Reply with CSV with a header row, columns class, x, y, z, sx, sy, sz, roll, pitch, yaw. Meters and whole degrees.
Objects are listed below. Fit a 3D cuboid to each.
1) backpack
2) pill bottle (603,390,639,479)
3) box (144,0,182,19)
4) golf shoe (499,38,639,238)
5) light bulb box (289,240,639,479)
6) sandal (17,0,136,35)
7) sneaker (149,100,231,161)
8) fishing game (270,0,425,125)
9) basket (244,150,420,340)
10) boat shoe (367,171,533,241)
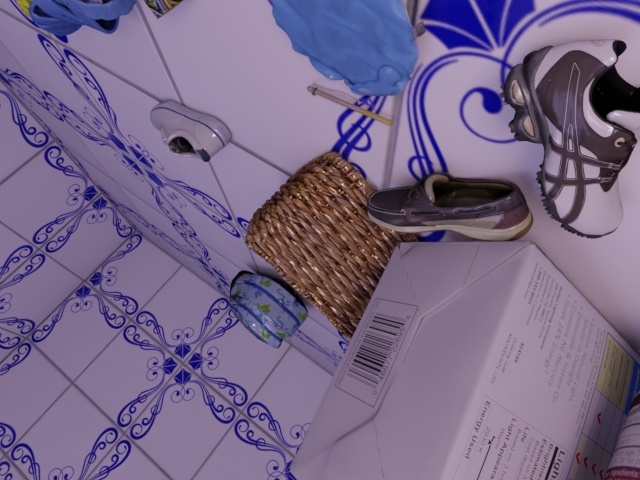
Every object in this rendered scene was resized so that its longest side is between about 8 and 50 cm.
class,x,y,z,sx,sy,sz,roll,pitch,yaw
backpack,-0.194,0.255,1.557,0.355,0.273,0.290,-14,119,50
pill bottle,0.379,0.264,0.365,0.224,0.392,0.224,34,159,15
box,-0.242,-0.385,0.538,0.059,0.054,0.169,13,148,50
golf shoe,0.235,-0.075,0.355,0.198,0.077,0.093,47,157,-25
light bulb box,0.221,0.242,0.562,0.361,0.358,0.225,37,163,-25
sandal,-0.397,-0.397,0.688,0.138,0.126,0.317,46,160,-29
sneaker,-0.306,-0.234,0.901,0.258,0.091,0.094,22,153,38
fishing game,0.025,-0.230,0.438,0.189,0.041,0.264,29,165,26
basket,0.040,-0.005,0.800,0.299,0.223,0.213,44,-168,-14
boat shoe,0.153,-0.054,0.542,0.223,0.080,0.074,12,141,41
